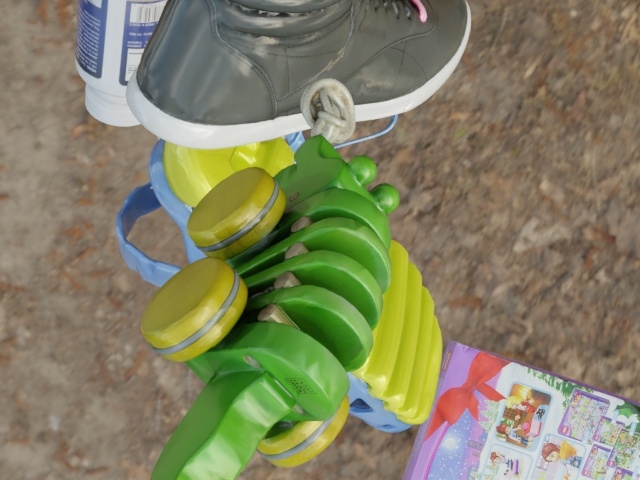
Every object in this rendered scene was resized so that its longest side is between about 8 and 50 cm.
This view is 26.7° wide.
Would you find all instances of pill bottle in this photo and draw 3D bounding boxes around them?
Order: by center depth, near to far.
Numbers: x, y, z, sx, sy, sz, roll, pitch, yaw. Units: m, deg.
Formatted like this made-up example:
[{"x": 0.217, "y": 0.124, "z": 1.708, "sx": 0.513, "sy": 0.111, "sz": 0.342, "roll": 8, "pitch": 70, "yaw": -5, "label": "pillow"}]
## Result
[{"x": -0.180, "y": -0.193, "z": 1.256, "sx": 0.094, "sy": 0.094, "sz": 0.169, "roll": 23, "pitch": 132, "yaw": 11, "label": "pill bottle"}]

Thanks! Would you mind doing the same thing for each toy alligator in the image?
[{"x": 0.000, "y": 0.000, "z": 0.382, "sx": 0.051, "sy": 0.189, "sz": 0.056, "roll": -23, "pitch": 119, "yaw": 32, "label": "toy alligator"}]

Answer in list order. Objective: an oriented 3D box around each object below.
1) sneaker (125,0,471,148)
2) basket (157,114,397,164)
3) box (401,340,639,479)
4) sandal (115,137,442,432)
[{"x": 0.019, "y": -0.157, "z": 0.850, "sx": 0.104, "sy": 0.296, "sz": 0.147, "roll": 47, "pitch": 134, "yaw": 22, "label": "sneaker"}, {"x": -0.074, "y": -0.206, "z": 1.626, "sx": 0.289, "sy": 0.201, "sz": 0.254, "roll": -22, "pitch": 96, "yaw": -6, "label": "basket"}, {"x": 0.163, "y": 0.257, "z": 1.186, "sx": 0.201, "sy": 0.057, "sz": 0.293, "roll": 19, "pitch": 86, "yaw": -1, "label": "box"}, {"x": -0.030, "y": 0.030, "z": 0.990, "sx": 0.138, "sy": 0.126, "sz": 0.317, "roll": -23, "pitch": 121, "yaw": 36, "label": "sandal"}]
